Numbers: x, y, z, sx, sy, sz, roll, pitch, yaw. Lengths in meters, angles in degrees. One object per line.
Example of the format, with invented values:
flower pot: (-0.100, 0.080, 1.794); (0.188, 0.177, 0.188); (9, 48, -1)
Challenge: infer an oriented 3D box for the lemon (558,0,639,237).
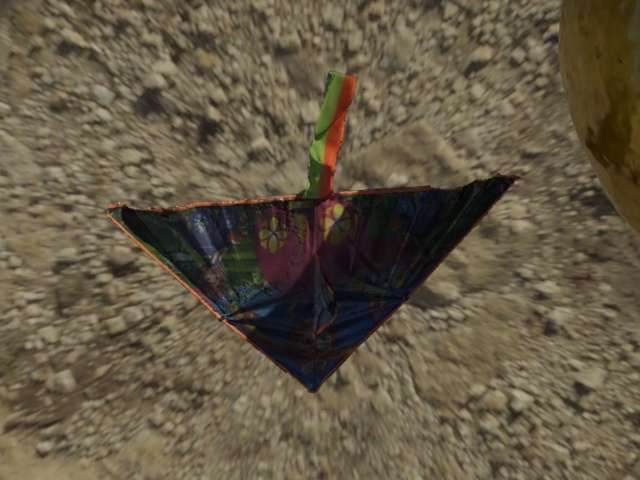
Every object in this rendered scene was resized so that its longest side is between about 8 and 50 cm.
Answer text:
lemon: (0.185, -0.066, 0.657); (0.170, 0.170, 0.207); (-36, 101, 0)

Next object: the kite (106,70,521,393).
kite: (0.000, 0.000, 0.708); (0.190, 0.010, 0.159); (-6, 114, -14)
